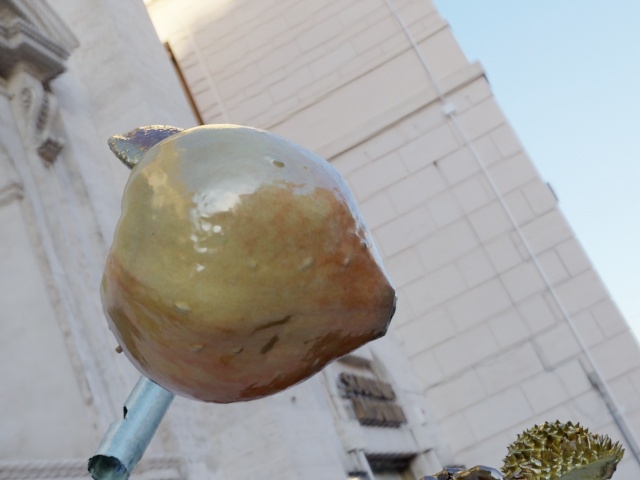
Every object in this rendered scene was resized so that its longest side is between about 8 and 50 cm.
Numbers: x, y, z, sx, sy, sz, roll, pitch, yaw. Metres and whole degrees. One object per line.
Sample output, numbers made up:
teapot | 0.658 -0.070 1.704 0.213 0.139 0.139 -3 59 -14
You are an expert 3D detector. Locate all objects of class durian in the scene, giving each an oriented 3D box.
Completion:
durian | 0.394 0.387 1.466 0.139 0.144 0.252 39 -70 -23

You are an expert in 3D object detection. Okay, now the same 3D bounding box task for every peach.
peach | -0.051 0.024 0.675 0.233 0.232 0.232 -21 -21 -9

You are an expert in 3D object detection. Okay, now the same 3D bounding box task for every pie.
pie | -0.239 -0.130 1.349 0.163 0.194 0.078 -37 -37 -62

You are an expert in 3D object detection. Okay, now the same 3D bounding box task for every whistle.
whistle | -0.240 0.222 1.241 0.062 0.062 0.312 -37 15 29

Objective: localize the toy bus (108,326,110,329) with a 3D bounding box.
toy bus | -0.436 0.157 2.271 0.246 0.114 0.134 -44 -24 -38

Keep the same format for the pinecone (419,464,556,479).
pinecone | 0.176 0.416 0.890 0.398 0.397 0.397 -21 -21 -9
